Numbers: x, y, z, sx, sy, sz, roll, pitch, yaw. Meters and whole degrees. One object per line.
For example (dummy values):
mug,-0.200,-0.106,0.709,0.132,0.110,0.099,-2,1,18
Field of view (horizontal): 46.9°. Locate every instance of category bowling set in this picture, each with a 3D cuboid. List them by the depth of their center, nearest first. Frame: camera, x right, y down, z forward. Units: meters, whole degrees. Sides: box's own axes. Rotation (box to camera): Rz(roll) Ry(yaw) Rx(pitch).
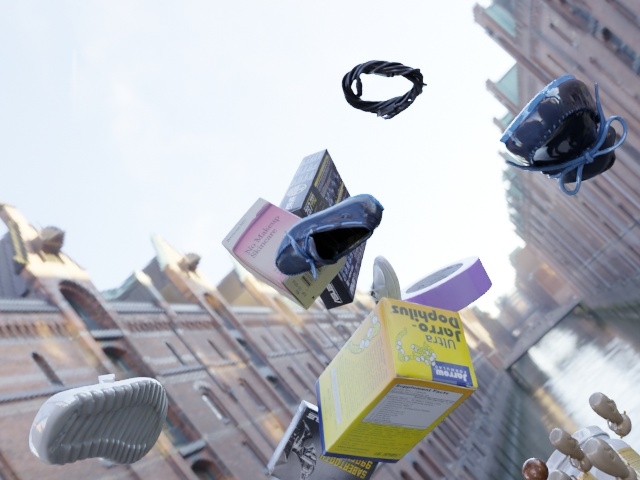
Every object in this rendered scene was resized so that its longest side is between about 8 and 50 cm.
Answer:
bowling set,0.531,0.465,1.499,0.200,0.154,0.287,-25,33,44

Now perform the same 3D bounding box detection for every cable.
cable,0.132,-0.322,1.522,0.184,0.150,0.047,-26,39,52

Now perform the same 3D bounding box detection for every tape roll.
tape roll,0.338,0.143,2.062,0.274,0.090,0.275,-27,2,1

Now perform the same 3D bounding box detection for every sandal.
sandal,-0.397,0.312,1.337,0.169,0.102,0.416,-67,-17,-9

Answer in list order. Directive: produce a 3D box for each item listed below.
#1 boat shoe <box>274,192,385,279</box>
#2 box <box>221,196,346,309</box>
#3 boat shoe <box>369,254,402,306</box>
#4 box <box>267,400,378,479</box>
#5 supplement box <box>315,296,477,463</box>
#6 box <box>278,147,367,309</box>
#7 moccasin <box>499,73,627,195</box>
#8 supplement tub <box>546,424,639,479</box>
boat shoe,0.000,0.000,1.333,0.258,0.109,0.089,-39,24,38
box,-0.084,0.025,1.647,0.149,0.232,0.127,-51,-43,-12
boat shoe,0.148,0.124,1.749,0.063,0.066,0.184,-28,-58,-27
box,0.016,0.513,1.756,0.183,0.231,0.056,-61,13,-1
supplement box,0.150,0.314,1.605,0.194,0.195,0.356,13,-44,-21
box,0.019,-0.042,2.103,0.097,0.318,0.395,-18,26,21
moccasin,0.343,-0.139,0.974,0.138,0.117,0.342,-48,-17,29
supplement tub,0.705,0.615,1.734,0.228,0.316,0.228,-19,-48,-23
